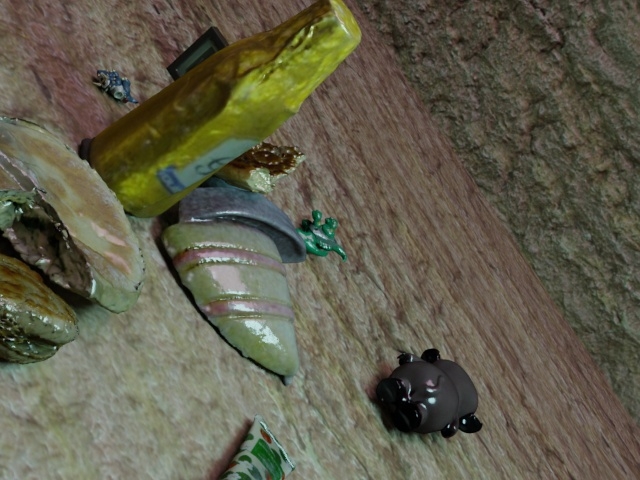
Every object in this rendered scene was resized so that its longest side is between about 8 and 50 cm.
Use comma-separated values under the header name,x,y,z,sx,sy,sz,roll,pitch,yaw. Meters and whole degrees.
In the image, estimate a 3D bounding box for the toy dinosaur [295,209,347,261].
name,x,y,z,sx,sy,sz,roll,pitch,yaw
toy dinosaur,0.000,0.000,1.936,0.132,0.059,0.096,33,36,-22

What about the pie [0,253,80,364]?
name,x,y,z,sx,sy,sz,roll,pitch,yaw
pie,-0.351,0.065,1.104,0.193,0.079,0.163,33,13,-46

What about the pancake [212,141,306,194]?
name,x,y,z,sx,sy,sz,roll,pitch,yaw
pancake,-0.139,-0.153,1.665,0.245,0.057,0.266,-11,36,-36

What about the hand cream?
name,x,y,z,sx,sy,sz,roll,pitch,yaw
hand cream,-0.092,0.309,1.280,0.095,0.059,0.276,54,17,-2

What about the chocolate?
name,x,y,z,sx,sy,sz,roll,pitch,yaw
chocolate,-0.140,-0.198,1.432,0.162,0.445,0.162,44,27,-29

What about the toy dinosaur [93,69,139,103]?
name,x,y,z,sx,sy,sz,roll,pitch,yaw
toy dinosaur,-0.341,-0.255,1.666,0.083,0.030,0.047,33,30,-39

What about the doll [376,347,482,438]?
name,x,y,z,sx,sy,sz,roll,pitch,yaw
doll,0.201,0.284,1.809,0.257,0.117,0.182,4,54,-61

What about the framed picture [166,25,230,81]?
name,x,y,z,sx,sy,sz,roll,pitch,yaw
framed picture,-0.199,-0.298,1.882,0.168,0.128,0.023,56,24,8

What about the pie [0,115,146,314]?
name,x,y,z,sx,sy,sz,roll,pitch,yaw
pie,-0.345,-0.042,1.259,0.337,0.075,0.337,44,13,-13

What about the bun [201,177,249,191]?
name,x,y,z,sx,sy,sz,roll,pitch,yaw
bun,-0.159,-0.124,1.745,0.141,0.083,0.141,10,29,-6

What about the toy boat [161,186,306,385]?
name,x,y,z,sx,sy,sz,roll,pitch,yaw
toy boat,-0.124,0.039,1.562,0.276,0.111,0.293,33,37,-30
